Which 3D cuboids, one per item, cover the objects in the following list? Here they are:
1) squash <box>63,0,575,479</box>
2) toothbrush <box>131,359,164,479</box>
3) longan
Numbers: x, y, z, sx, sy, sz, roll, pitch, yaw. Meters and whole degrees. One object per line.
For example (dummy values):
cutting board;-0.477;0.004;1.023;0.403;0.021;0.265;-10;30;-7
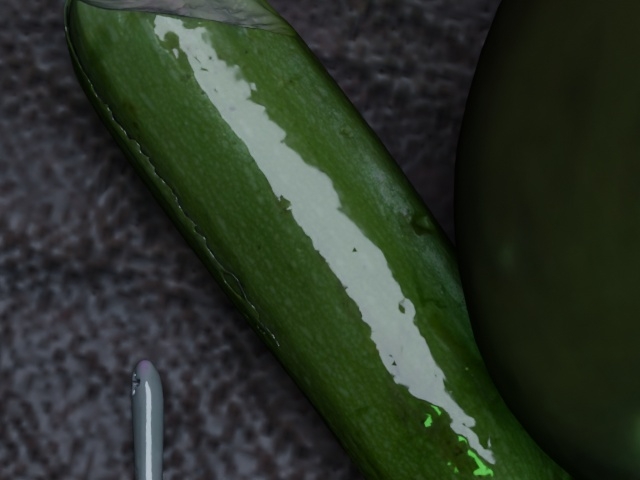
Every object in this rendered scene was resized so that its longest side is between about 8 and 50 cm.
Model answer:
squash;0.000;0.000;0.617;0.069;0.069;0.239;-35;84;-13
toothbrush;-0.048;0.117;0.614;0.017;0.014;0.162;3;76;-26
longan;0.182;0.001;0.550;0.300;0.243;0.300;-5;65;10
